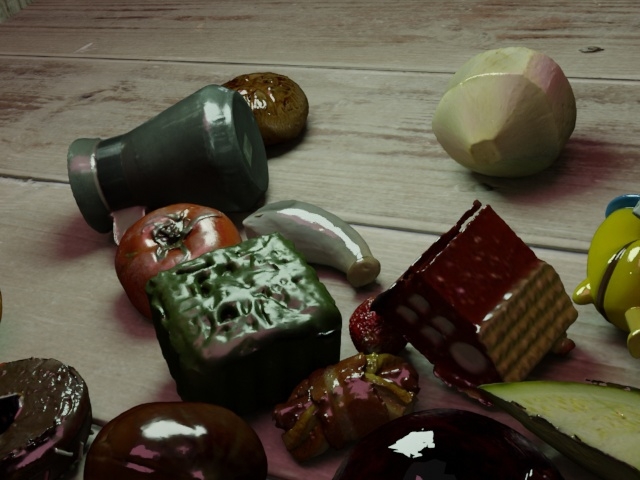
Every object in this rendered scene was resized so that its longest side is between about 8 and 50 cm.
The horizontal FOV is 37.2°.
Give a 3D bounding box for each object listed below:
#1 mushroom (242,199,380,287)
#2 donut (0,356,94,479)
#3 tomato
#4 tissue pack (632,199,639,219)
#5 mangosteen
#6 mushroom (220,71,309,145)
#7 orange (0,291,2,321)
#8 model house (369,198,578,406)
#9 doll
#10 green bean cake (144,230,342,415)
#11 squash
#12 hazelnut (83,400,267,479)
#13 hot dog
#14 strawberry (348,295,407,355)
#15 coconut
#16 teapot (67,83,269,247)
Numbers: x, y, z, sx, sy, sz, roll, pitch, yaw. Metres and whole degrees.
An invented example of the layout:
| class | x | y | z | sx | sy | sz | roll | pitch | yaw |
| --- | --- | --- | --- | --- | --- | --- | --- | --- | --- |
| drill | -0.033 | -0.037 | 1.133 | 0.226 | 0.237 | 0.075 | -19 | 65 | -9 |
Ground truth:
| class | x | y | z | sx | sy | sz | roll | pitch | yaw |
| --- | --- | --- | --- | --- | --- | --- | --- | --- | --- |
| mushroom | 0.000 | 0.000 | 1.657 | 0.270 | 0.103 | 0.118 | 19 | 46 | 31 |
| donut | -0.465 | 0.287 | 1.424 | 0.270 | 0.103 | 0.269 | -12 | 33 | 8 |
| tomato | -0.255 | 0.024 | 1.659 | 0.237 | 0.095 | 0.236 | -7 | 55 | 10 |
| tissue pack | 0.634 | -0.040 | 1.342 | 0.311 | 0.128 | 0.228 | -3 | 30 | -38 |
| mangosteen | 0.110 | 0.342 | 0.996 | 0.347 | 0.307 | 0.306 | -34 | 25 | 29 |
| mushroom | -0.146 | -0.281 | 2.065 | 0.253 | 0.153 | 0.253 | -7 | 26 | 3 |
| orange | -0.667 | 0.129 | 1.658 | 0.240 | 0.171 | 0.240 | -17 | 42 | 16 |
| model house | 0.234 | 0.102 | 1.349 | 0.254 | 0.160 | 0.196 | 43 | 55 | 9 |
| doll | 0.464 | 0.039 | 1.395 | 0.200 | 0.145 | 0.363 | -11 | 28 | 11 |
| green bean cake | -0.116 | 0.127 | 1.435 | 0.250 | 0.156 | 0.247 | -16 | 43 | -18 |
| squash | 0.360 | 0.213 | 1.180 | 0.237 | 0.204 | 0.155 | 29 | 76 | 46 |
| hazelnut | -0.177 | 0.299 | 1.205 | 0.230 | 0.229 | 0.229 | -10 | 35 | 7 |
| hot dog | 0.035 | 0.222 | 1.328 | 0.213 | 0.103 | 0.146 | -19 | 36 | -4 |
| strawberry | 0.089 | 0.135 | 1.427 | 0.106 | 0.106 | 0.106 | -10 | 35 | 7 |
| coconut | 0.335 | -0.225 | 1.732 | 0.259 | 0.259 | 0.259 | -10 | 35 | 7 |
| teapot | -0.290 | -0.127 | 1.848 | 0.344 | 0.253 | 0.300 | -15 | 63 | 13 |
